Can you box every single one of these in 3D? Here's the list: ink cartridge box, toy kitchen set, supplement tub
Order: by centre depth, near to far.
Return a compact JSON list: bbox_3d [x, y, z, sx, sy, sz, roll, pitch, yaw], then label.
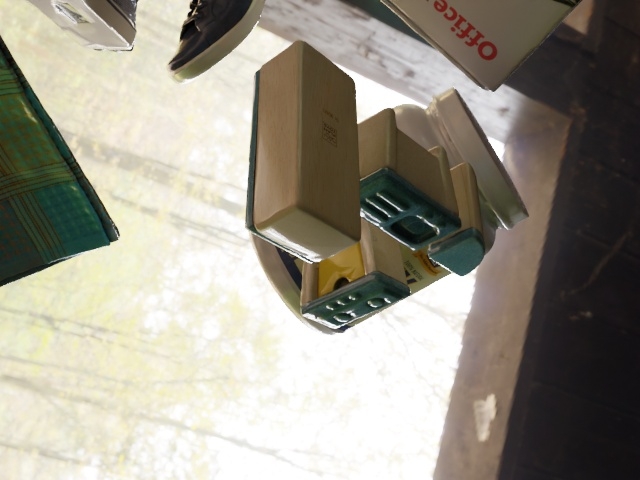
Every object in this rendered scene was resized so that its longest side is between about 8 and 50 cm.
[{"bbox_3d":[0.000,0.000,0.579,0.166,0.207,0.122,-27,-131,36],"label":"toy kitchen set"},{"bbox_3d":[0.259,-0.437,1.091,0.395,0.285,0.166,-47,-179,34],"label":"ink cartridge box"},{"bbox_3d":[0.089,-0.039,1.154,0.324,0.235,0.235,-30,-145,15],"label":"supplement tub"}]

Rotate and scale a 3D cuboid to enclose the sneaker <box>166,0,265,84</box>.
[{"bbox_3d":[-0.143,-0.381,1.196,0.131,0.148,0.350,-5,-129,52],"label":"sneaker"}]

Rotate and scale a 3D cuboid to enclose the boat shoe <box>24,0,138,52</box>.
[{"bbox_3d":[-0.350,-0.401,1.178,0.340,0.127,0.158,55,40,-74],"label":"boat shoe"}]

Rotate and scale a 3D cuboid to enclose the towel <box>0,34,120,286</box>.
[{"bbox_3d":[-0.466,-0.085,1.132,0.271,0.370,0.040,-21,-139,-1],"label":"towel"}]
